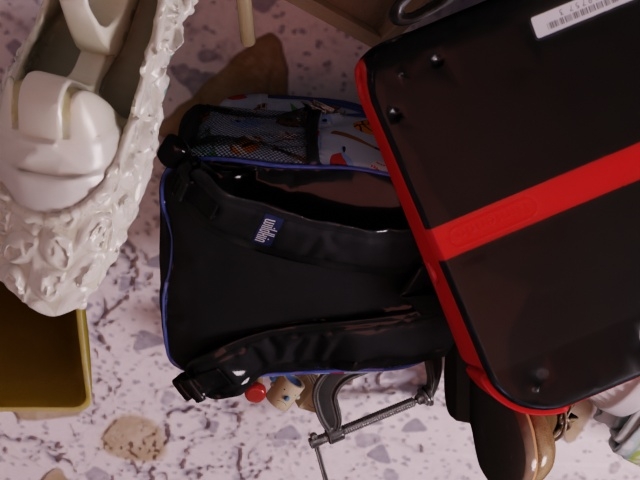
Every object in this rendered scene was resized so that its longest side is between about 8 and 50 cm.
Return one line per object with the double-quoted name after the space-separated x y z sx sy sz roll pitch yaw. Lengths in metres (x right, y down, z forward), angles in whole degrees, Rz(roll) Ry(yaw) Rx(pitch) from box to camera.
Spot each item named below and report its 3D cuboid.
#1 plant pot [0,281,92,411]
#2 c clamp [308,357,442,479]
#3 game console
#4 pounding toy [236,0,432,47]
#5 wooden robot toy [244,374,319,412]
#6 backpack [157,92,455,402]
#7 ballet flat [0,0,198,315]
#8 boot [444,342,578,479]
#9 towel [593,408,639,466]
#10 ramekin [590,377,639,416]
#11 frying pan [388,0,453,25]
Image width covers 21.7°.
-0.307 0.011 1.480 0.212 0.187 0.212 0 126 -1 "plant pot"
0.054 0.160 1.669 0.161 0.022 0.137 -26 124 -7 "c clamp"
0.258 -0.064 1.335 0.387 0.060 0.342 -23 105 -1 "game console"
-0.008 -0.240 1.329 0.206 0.094 0.181 23 126 -41 "pounding toy"
-0.052 0.110 1.629 0.173 0.076 0.079 30 110 -21 "wooden robot toy"
0.000 0.000 1.461 0.263 0.213 0.276 7 129 5 "backpack"
-0.184 -0.148 1.284 0.147 0.147 0.408 18 86 -13 "ballet flat"
0.189 0.147 1.527 0.115 0.305 0.112 2 101 -4 "boot"
0.501 0.136 1.642 0.375 0.090 0.320 20 127 -14 "towel"
0.264 0.043 1.504 0.109 0.207 0.207 26 122 -6 "ramekin"
0.216 -0.253 1.237 0.197 0.053 0.326 28 120 -12 "frying pan"
